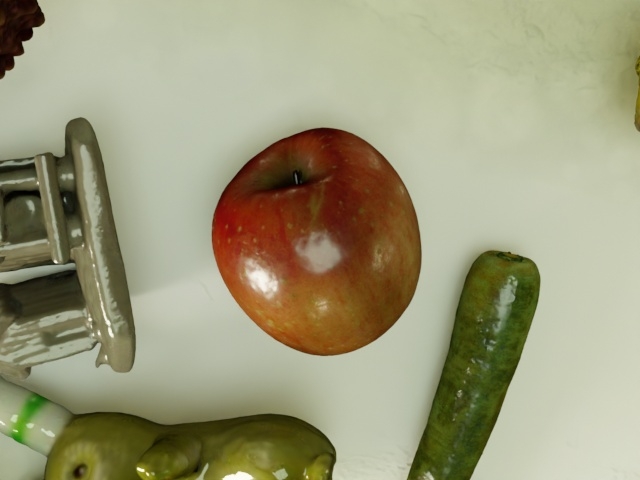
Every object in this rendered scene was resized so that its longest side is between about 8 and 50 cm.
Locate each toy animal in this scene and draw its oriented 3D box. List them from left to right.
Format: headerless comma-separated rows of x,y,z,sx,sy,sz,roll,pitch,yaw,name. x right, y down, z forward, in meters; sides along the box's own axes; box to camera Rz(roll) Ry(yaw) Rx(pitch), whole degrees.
-0.161,0.230,0.906,0.362,0.180,0.181,5,110,-7,toy animal

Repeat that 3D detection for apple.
0.000,0.000,0.869,0.181,0.181,0.168,-32,129,2,apple

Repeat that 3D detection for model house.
-0.261,0.013,0.861,0.188,0.122,0.229,-8,108,-4,model house

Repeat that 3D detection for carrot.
0.136,0.180,0.987,0.074,0.074,0.359,13,105,-11,carrot

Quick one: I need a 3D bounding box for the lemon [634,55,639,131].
0.374,-0.148,0.875,0.180,0.180,0.193,36,75,-15,lemon

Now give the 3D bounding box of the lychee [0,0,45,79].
-0.342,-0.225,0.688,0.306,0.330,0.306,17,124,27,lychee
